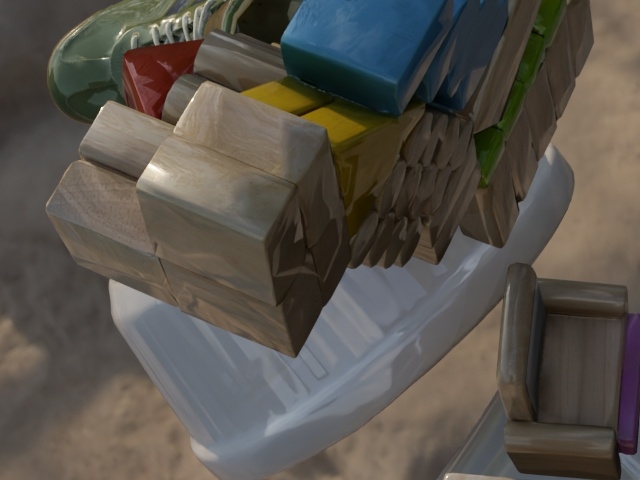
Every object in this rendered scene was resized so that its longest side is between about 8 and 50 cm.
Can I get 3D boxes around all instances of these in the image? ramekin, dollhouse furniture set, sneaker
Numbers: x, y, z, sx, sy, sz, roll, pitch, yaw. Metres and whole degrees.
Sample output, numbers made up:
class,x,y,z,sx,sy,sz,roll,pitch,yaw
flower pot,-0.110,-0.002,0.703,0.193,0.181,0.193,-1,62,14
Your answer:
class,x,y,z,sx,sy,sz,roll,pitch,yaw
ramekin,0.000,0.000,1.041,0.273,0.127,0.273,-40,10,9
dollhouse furniture set,0.206,0.145,0.699,0.303,0.198,0.286,4,69,13
sneaker,-0.042,-0.094,0.842,0.192,0.086,0.064,-11,92,10

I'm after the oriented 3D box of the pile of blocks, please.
class,x,y,z,sx,sy,sz,roll,pitch,yaw
pile of blocks,0.005,-0.065,0.678,0.112,0.149,0.362,22,15,16

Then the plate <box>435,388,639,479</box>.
class,x,y,z,sx,sy,sz,roll,pitch,yaw
plate,0.162,0.214,1.032,0.278,0.277,0.045,45,38,20
